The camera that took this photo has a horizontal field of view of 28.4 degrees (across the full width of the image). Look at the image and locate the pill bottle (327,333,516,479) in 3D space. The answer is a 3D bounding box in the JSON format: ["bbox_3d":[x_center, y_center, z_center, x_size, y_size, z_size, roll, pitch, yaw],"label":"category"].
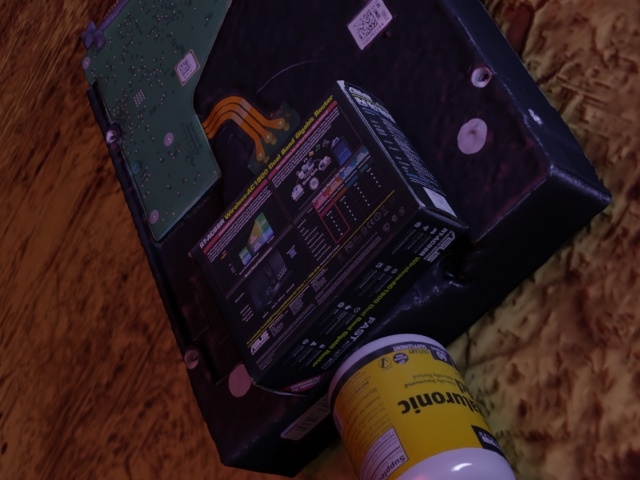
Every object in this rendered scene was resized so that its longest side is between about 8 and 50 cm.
[{"bbox_3d":[0.049,0.102,0.567,0.065,0.065,0.116,-49,39,20],"label":"pill bottle"}]

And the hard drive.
[{"bbox_3d":[-0.013,-0.073,0.710,0.237,0.064,0.339,-45,50,23],"label":"hard drive"}]

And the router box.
[{"bbox_3d":[0.000,0.000,0.599,0.122,0.038,0.092,-47,49,21],"label":"router box"}]
